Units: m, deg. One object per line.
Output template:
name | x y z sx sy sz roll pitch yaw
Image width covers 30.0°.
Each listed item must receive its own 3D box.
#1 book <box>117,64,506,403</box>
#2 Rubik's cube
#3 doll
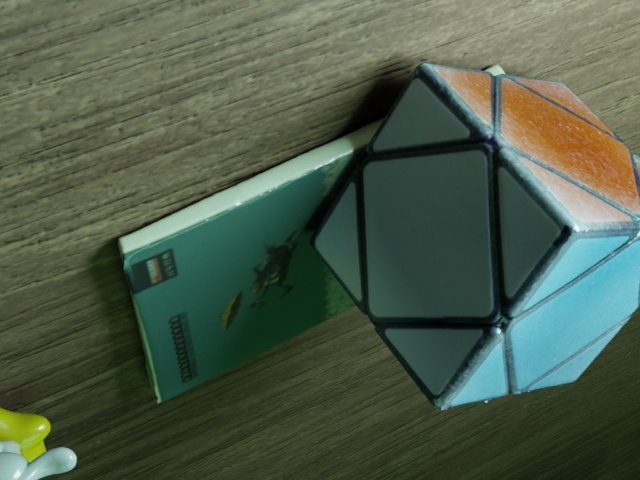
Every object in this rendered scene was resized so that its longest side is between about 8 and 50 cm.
book | 0.000 0.000 1.103 0.379 0.031 0.264 -27 149 -16
Rubik's cube | 0.153 -0.005 1.015 0.205 0.207 0.205 -3 136 -45
doll | -0.271 0.187 1.016 0.135 0.113 0.071 -3 116 17
